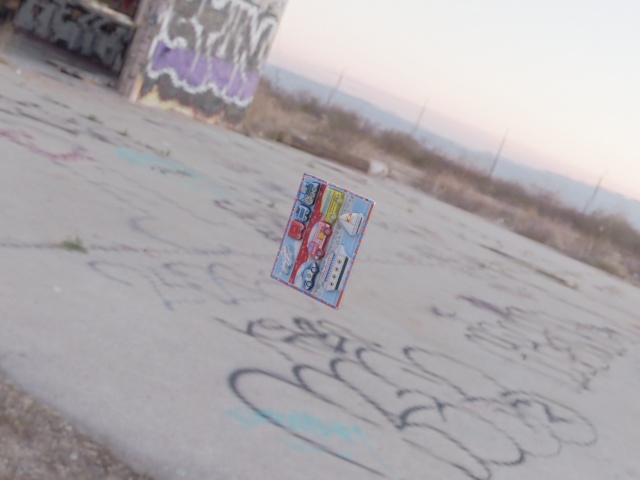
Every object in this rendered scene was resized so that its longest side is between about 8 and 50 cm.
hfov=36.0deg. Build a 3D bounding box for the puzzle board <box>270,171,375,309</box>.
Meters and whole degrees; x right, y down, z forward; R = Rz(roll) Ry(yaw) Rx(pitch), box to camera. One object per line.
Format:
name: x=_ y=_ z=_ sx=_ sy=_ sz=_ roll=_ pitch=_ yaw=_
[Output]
puzzle board: x=0.000 y=0.000 z=1.090 sx=0.096 sy=0.128 sz=0.011 roll=25 pitch=13 yaw=29
